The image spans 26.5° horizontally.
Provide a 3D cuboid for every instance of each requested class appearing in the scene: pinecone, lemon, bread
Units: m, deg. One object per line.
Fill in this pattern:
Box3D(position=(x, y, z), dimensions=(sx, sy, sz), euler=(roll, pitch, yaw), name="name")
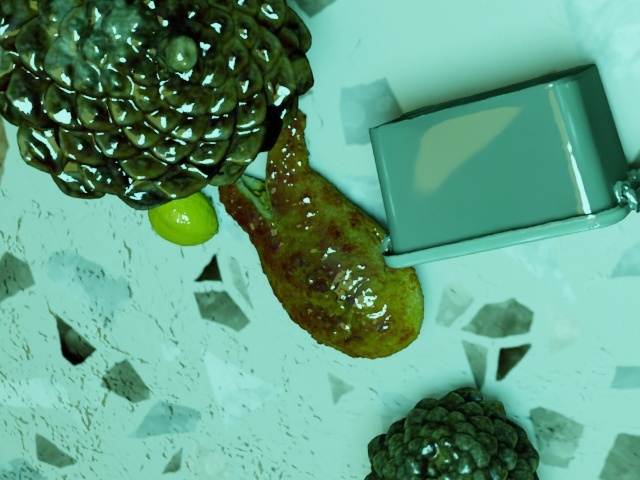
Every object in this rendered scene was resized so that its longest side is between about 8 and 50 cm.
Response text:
Box3D(position=(0.140, 0.258, 1.368), dimensions=(0.184, 0.179, 0.204), euler=(-36, 140, 10), name="pinecone")
Box3D(position=(-0.148, -0.029, 1.425), dimensions=(0.092, 0.065, 0.065), euler=(31, 119, 2), name="lemon")
Box3D(position=(-0.173, -0.166, 1.255), dimensions=(0.298, 0.296, 0.242), euler=(-2, 120, -20), name="pinecone")
Box3D(position=(-0.004, 0.007, 1.367), dimensions=(0.139, 0.095, 0.269), euler=(-38, 90, 22), name="bread")

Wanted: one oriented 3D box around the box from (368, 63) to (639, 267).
Box3D(position=(0.165, -0.070, 1.239), dimensions=(0.243, 0.163, 0.135), euler=(-12, 97, 27), name="box")
